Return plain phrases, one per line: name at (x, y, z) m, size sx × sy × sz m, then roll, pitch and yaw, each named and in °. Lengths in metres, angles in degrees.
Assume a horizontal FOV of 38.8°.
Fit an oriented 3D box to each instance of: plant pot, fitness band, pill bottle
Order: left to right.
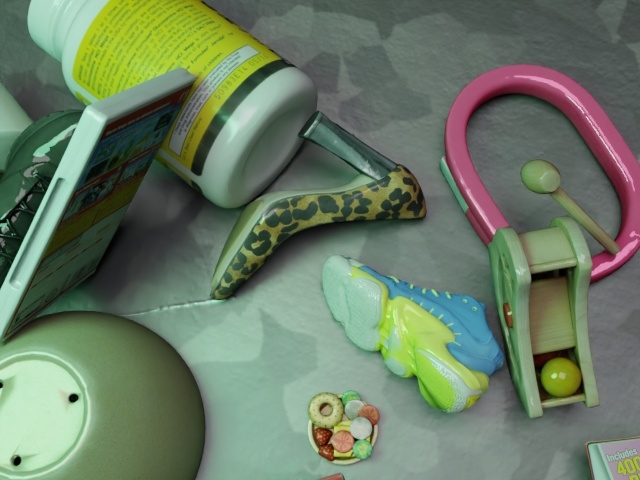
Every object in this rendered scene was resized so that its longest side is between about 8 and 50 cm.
plant pot at (-0.280, 0.197, 0.968) m, size 0.284 × 0.191 × 0.284 m, roll -1°, pitch 72°, yaw 3°
pill bottle at (-0.183, -0.204, 1.095) m, size 0.334 × 0.188 × 0.188 m, roll 37°, pitch 77°, yaw 13°
fitness band at (0.271, -0.082, 1.104) m, size 0.209 × 0.054 × 0.290 m, roll -26°, pitch 74°, yaw -6°

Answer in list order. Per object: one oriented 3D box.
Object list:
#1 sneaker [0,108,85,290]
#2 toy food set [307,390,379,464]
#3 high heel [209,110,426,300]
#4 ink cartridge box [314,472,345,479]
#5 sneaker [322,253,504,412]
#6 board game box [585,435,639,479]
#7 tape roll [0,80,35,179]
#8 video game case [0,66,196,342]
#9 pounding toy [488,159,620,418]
sneaker at (-0.320, -0.017, 0.967) m, size 0.286 × 0.130 × 0.109 m, roll -46°, pitch 119°, yaw 10°
toy food set at (0.026, 0.213, 1.036) m, size 0.083 × 0.020 × 0.083 m, roll -1°, pitch 71°, yaw 2°
high heel at (0.000, 0.000, 1.088) m, size 0.186 × 0.093 × 0.261 m, roll 34°, pitch 96°, yaw -17°
ink cartridge box at (-0.090, 0.333, 0.910) m, size 0.273 × 0.197 × 0.114 m, roll -17°, pitch 70°, yaw -3°
sneaker at (0.112, 0.091, 1.052) m, size 0.126 × 0.091 × 0.240 m, roll -26°, pitch 60°, yaw -35°
board game box at (0.406, 0.335, 0.872) m, size 0.242 × 0.064 × 0.316 m, roll -10°, pitch 49°, yaw 13°
tape roll at (-0.454, -0.095, 1.045) m, size 0.246 × 0.246 × 0.169 m, roll -38°, pitch 75°, yaw -9°
video game case at (-0.238, -0.040, 0.941) m, size 0.025 × 0.204 × 0.285 m, roll 35°, pitch 116°, yaw 2°
pounding toy at (0.271, 0.046, 0.974) m, size 0.155 × 0.154 × 0.269 m, roll -11°, pitch 97°, yaw 1°
